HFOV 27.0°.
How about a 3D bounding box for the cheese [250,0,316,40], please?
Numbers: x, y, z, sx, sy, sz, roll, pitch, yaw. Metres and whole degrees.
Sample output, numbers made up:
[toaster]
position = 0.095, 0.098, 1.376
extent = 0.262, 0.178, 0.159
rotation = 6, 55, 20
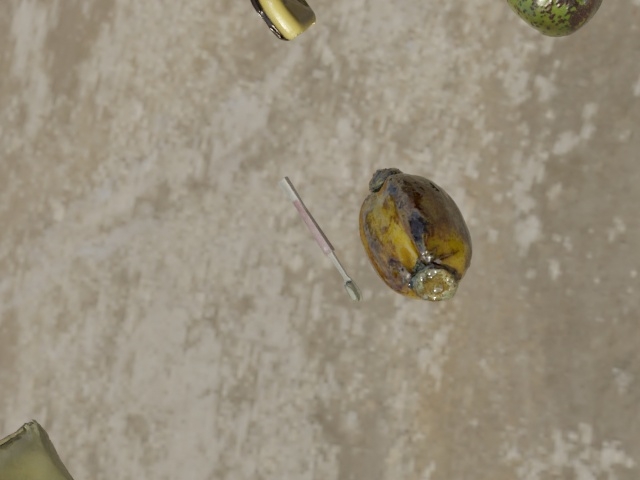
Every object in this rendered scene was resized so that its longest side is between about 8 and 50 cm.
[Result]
[cheese]
position = -0.072, -0.342, 1.769
extent = 0.036, 0.162, 0.086
rotation = -35, 7, 34

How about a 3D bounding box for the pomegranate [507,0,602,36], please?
[pomegranate]
position = 0.333, -0.367, 1.867
extent = 0.125, 0.138, 0.163
rotation = 67, -136, -80

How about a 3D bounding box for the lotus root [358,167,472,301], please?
[lotus root]
position = 0.107, -0.009, 1.535
extent = 0.120, 0.120, 0.209
rotation = -58, 36, 32

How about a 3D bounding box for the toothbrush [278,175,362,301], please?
[toothbrush]
position = 0.001, -0.001, 1.777
extent = 0.014, 0.017, 0.194
rotation = -34, 84, 29

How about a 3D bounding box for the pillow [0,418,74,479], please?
[pillow]
position = -0.366, 0.290, 1.485
extent = 0.119, 0.208, 0.053
rotation = 56, 144, 7
